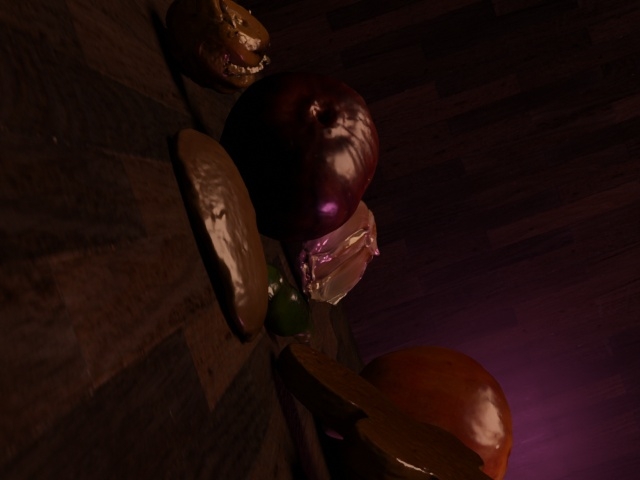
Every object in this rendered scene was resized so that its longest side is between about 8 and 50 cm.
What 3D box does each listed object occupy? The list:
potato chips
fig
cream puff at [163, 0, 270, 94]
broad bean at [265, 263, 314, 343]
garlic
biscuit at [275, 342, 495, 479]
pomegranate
[{"bbox_3d":[-0.082,-0.006,1.026,0.150,0.049,0.201,38,39,-76],"label":"potato chips"},{"bbox_3d":[-0.047,-0.076,1.314,0.249,0.186,0.203,-45,-150,46],"label":"fig"},{"bbox_3d":[-0.119,-0.224,1.233,0.119,0.104,0.133,30,19,-32],"label":"cream puff"},{"bbox_3d":[-0.047,0.068,1.228,0.195,0.046,0.061,51,31,-70],"label":"broad bean"},{"bbox_3d":[0.000,0.000,1.958,0.143,0.178,0.229,38,-33,25],"label":"garlic"},{"bbox_3d":[0.113,0.250,1.143,0.432,0.064,0.283,35,6,25],"label":"biscuit"},{"bbox_3d":[0.119,0.257,1.481,0.252,0.270,0.229,-59,166,-47],"label":"pomegranate"}]
